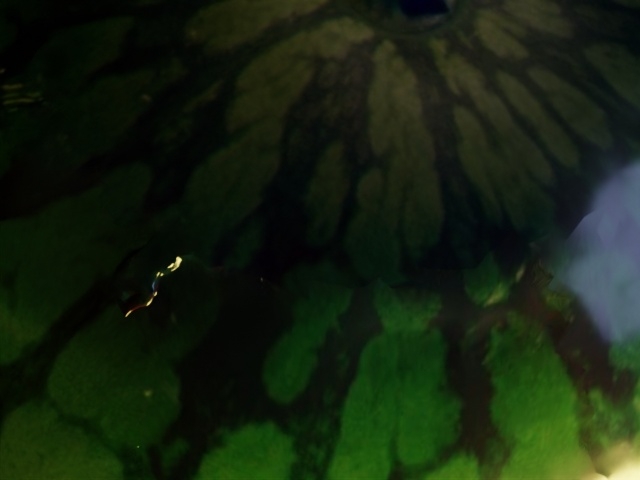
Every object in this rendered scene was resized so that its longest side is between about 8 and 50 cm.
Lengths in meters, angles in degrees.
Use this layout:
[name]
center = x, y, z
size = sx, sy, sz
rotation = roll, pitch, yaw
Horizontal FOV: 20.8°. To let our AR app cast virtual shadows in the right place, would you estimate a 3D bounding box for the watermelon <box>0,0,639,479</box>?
[watermelon]
center = 0.000, 0.000, 0.602
size = 0.363, 0.363, 0.363
rotation = 3, 90, -73
